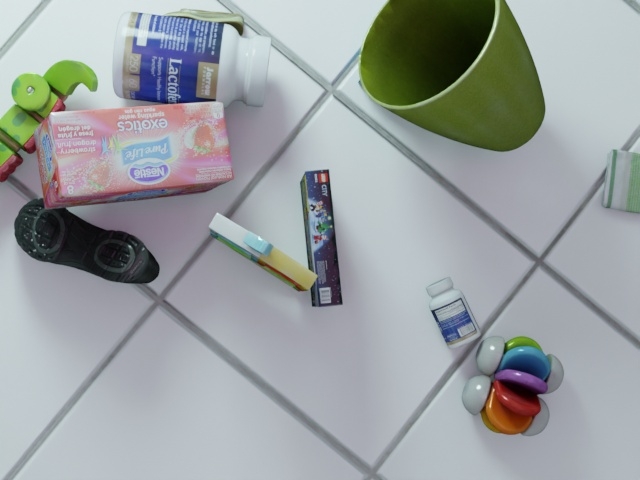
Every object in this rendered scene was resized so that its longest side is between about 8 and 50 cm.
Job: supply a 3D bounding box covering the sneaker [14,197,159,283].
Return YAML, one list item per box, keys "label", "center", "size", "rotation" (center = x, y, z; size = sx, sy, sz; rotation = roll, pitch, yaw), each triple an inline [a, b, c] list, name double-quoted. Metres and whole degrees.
- label: "sneaker"
  center: [-0.409, 0.016, 1.835]
  size: [0.286, 0.130, 0.109]
  rotation: [24, 82, 19]

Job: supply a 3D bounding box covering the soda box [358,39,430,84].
- label: "soda box"
  center: [0.157, -0.359, 1.919]
  size: [0.067, 0.071, 0.210]
  rotation: [35, 84, -2]

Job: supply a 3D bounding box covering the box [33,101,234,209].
- label: "box"
  center: [-0.317, -0.145, 1.782]
  size: [0.300, 0.154, 0.142]
  rotation: [-8, 87, -27]

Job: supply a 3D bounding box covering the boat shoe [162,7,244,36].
- label: "boat shoe"
  center: [-0.216, -0.395, 1.905]
  size: [0.153, 0.048, 0.056]
  rotation: [0, 132, -1]

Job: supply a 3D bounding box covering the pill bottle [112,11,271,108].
- label: "pill bottle"
  center: [-0.224, -0.312, 1.843]
  size: [0.264, 0.153, 0.153]
  rotation: [6, 86, -4]

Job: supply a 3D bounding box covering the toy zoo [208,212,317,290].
- label: "toy zoo"
  center: [-0.099, 0.023, 1.764]
  size: [0.192, 0.293, 0.030]
  rotation: [32, 85, -3]

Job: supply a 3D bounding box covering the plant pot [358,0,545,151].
- label: "plant pot"
  center: [0.262, -0.278, 1.811]
  size: [0.293, 0.274, 0.275]
  rotation: [33, 83, -42]

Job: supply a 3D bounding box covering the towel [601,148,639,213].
- label: "towel"
  center: [0.607, -0.105, 1.970]
  size: [0.152, 0.023, 0.113]
  rotation: [9, 88, -6]

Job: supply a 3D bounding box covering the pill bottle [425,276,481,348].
- label: "pill bottle"
  center: [0.237, 0.130, 1.900]
  size: [0.067, 0.067, 0.120]
  rotation: [-25, 89, -6]

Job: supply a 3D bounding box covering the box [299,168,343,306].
- label: "box"
  center: [0.000, 0.000, 1.841]
  size: [0.044, 0.159, 0.233]
  rotation: [-5, 87, -4]

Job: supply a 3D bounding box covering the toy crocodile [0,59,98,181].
- label: "toy crocodile"
  center: [-0.529, -0.188, 1.830]
  size: [0.105, 0.115, 0.340]
  rotation: [41, 84, -2]

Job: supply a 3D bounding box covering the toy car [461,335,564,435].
- label: "toy car"
  center: [0.350, 0.260, 1.867]
  size: [0.159, 0.136, 0.182]
  rotation: [21, 85, -3]
